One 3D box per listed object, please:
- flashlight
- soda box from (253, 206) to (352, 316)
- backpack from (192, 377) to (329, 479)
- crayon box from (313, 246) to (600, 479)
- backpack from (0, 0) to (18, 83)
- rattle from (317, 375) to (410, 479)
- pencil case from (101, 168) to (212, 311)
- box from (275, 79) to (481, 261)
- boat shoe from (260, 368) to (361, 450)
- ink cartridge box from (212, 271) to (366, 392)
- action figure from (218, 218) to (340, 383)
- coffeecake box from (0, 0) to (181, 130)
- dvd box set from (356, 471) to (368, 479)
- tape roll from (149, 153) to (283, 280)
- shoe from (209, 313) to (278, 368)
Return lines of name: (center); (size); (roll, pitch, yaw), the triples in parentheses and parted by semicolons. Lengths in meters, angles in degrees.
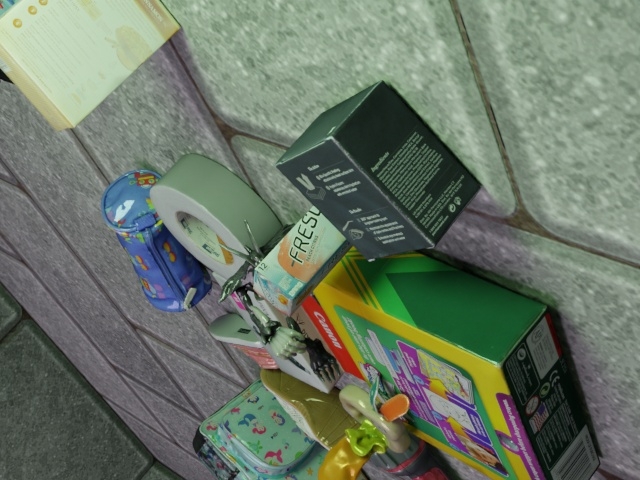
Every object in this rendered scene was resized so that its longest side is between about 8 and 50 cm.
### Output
flashlight: (0.194, 0.428, 1.859); (0.304, 0.103, 0.103); (52, 154, -22)
soda box: (0.000, 0.000, 1.242); (0.058, 0.183, 0.063); (37, 157, 11)
backpack: (-0.103, 0.422, 2.168); (0.253, 0.225, 0.191); (49, 143, 9)
crayon box: (0.174, 0.167, 1.378); (0.313, 0.106, 0.363); (25, 155, 40)
backpack: (-0.441, -0.305, 1.493); (0.158, 0.117, 0.173); (19, 150, 45)
rattle: (0.050, 0.271, 1.480); (0.130, 0.143, 0.199); (61, 169, 3)
pencil case: (-0.275, 0.014, 1.822); (0.133, 0.119, 0.306); (57, 170, 33)
box: (0.058, -0.069, 1.135); (0.158, 0.093, 0.156); (45, 159, -13)
boat shoe: (0.004, 0.324, 1.996); (0.277, 0.098, 0.096); (40, 161, 29)
ink cartridge box: (-0.029, 0.155, 1.767); (0.239, 0.060, 0.275); (20, 151, 45)
action figure: (-0.028, 0.084, 1.505); (0.141, 0.164, 0.275); (35, 170, 47)
coffeecake box: (-0.280, -0.243, 1.246); (0.142, 0.185, 0.068); (51, 157, -23)
dvd box set: (0.062, 0.621, 2.511); (0.308, 0.062, 0.420); (17, 149, 47)
tape roll: (-0.152, -0.027, 1.605); (0.219, 0.072, 0.219); (36, 158, 17)
shoe: (-0.137, 0.194, 2.016); (0.178, 0.063, 0.081); (9, 137, 47)
